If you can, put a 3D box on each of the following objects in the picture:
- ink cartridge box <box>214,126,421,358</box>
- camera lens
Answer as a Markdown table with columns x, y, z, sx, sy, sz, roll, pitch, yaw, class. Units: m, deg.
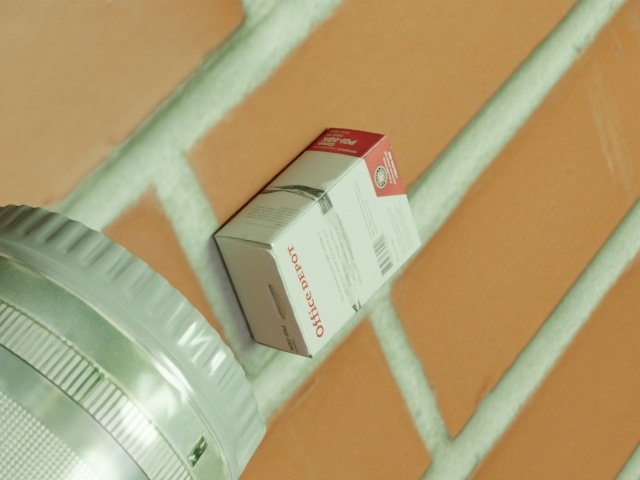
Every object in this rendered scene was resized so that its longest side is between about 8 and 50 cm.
| x | y | z | sx | sy | sz | roll | pitch | yaw | class |
| --- | --- | --- | --- | --- | --- | --- | --- | --- | --- |
| 0.000 | 0.000 | 1.246 | 0.135 | 0.056 | 0.099 | -44 | 130 | -35 | ink cartridge box |
| -0.188 | 0.144 | 0.934 | 0.274 | 0.219 | 0.219 | -51 | 134 | -29 | camera lens |
